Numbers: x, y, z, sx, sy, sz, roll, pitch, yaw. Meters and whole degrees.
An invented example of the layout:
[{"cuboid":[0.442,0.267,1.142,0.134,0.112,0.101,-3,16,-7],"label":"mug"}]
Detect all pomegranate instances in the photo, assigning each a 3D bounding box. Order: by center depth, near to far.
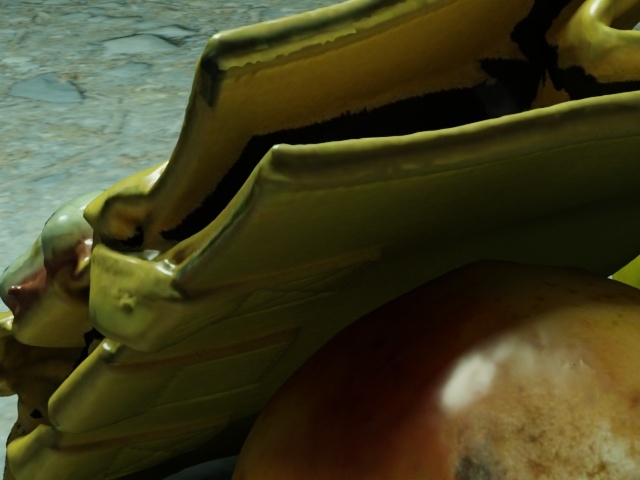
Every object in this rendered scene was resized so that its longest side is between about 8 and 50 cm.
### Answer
[{"cuboid":[0.070,0.108,0.687,0.209,0.209,0.209,-3,20,1],"label":"pomegranate"}]

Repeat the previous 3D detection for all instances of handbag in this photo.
[{"cuboid":[0.000,0.000,0.809,0.283,0.133,0.401,-21,-12,-30],"label":"handbag"}]

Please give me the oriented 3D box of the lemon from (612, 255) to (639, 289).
[{"cuboid":[0.231,0.021,0.927,0.178,0.178,0.203,-1,33,6],"label":"lemon"}]
